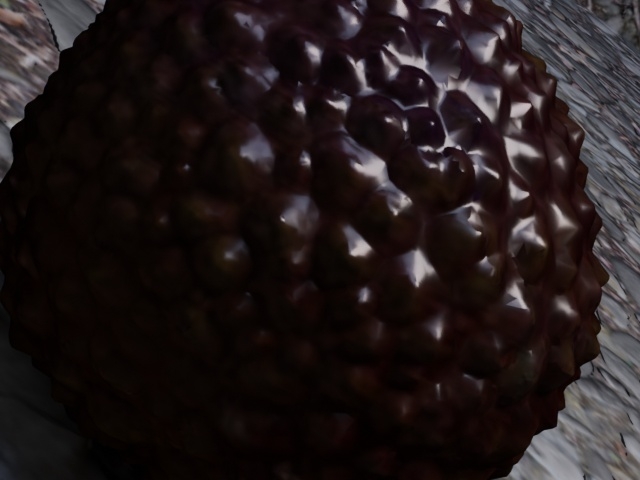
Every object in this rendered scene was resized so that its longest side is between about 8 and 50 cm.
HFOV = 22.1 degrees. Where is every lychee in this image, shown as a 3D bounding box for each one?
[{"bbox_3d":[0.000,0.000,0.498,0.188,0.188,0.188,36,19,-15],"label":"lychee"}]
